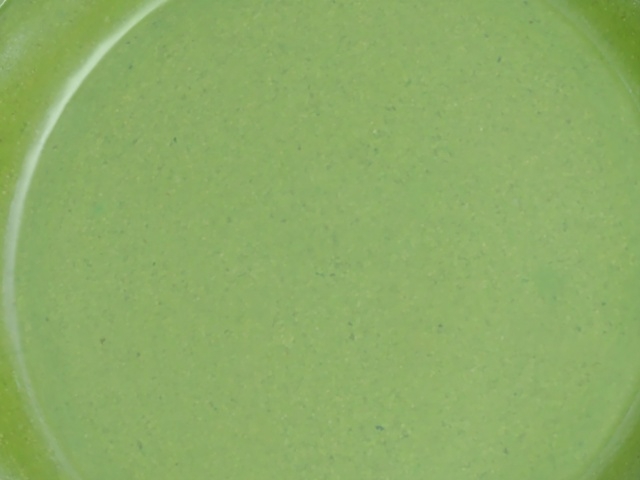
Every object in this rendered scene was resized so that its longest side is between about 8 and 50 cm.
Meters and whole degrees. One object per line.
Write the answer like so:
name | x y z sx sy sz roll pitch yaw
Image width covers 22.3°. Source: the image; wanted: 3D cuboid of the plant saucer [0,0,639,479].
plant saucer | 0.000 0.000 0.457 0.241 0.037 0.241 -3 74 12

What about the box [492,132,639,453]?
box | 0.120 0.031 0.506 0.126 0.072 0.137 -12 71 -21
